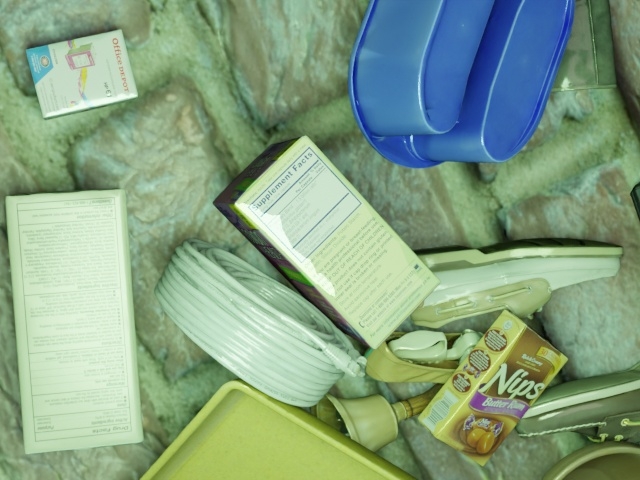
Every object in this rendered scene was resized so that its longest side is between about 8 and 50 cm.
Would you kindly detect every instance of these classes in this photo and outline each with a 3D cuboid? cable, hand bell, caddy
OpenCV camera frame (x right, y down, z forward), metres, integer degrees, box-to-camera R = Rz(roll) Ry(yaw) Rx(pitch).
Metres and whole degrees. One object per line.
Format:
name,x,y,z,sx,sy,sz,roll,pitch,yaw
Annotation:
cable,-0.080,0.097,1.317,0.257,0.257,0.089,32,96,-14
hand bell,0.122,0.224,1.454,0.242,0.126,0.126,-17,96,-22
caddy,0.171,-0.256,1.394,0.241,0.179,0.341,21,88,-35

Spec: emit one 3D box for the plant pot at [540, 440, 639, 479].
plant pot,0.380,0.380,1.495,0.237,0.110,0.237,-2,100,-12

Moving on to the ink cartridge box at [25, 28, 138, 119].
ink cartridge box,-0.297,-0.208,1.354,0.122,0.052,0.089,-15,96,-12

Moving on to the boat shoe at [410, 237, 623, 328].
boat shoe,0.259,0.055,1.465,0.302,0.113,0.103,-4,95,-1

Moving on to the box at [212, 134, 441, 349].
box,0.000,0.000,1.346,0.117,0.213,0.243,-44,101,-7

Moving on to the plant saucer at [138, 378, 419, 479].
plant saucer,-0.052,0.327,1.358,0.332,0.081,0.333,33,123,-13

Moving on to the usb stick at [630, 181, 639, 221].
usb stick,0.504,0.042,1.501,0.077,0.045,0.278,-10,75,-18

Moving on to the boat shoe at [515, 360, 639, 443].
boat shoe,0.416,0.232,1.502,0.324,0.116,0.097,-12,92,-17

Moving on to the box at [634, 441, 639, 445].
box,0.528,0.350,1.557,0.116,0.029,0.162,-23,97,10

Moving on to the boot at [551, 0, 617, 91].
boot,0.390,-0.313,1.487,0.189,0.076,0.209,-9,88,2

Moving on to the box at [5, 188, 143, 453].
box,-0.302,0.094,1.332,0.148,0.121,0.311,-3,93,-12

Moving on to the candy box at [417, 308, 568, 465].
candy box,0.227,0.194,1.419,0.109,0.053,0.187,35,92,-36

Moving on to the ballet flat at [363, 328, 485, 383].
ballet flat,0.173,0.153,1.445,0.232,0.080,0.073,-1,137,-20
